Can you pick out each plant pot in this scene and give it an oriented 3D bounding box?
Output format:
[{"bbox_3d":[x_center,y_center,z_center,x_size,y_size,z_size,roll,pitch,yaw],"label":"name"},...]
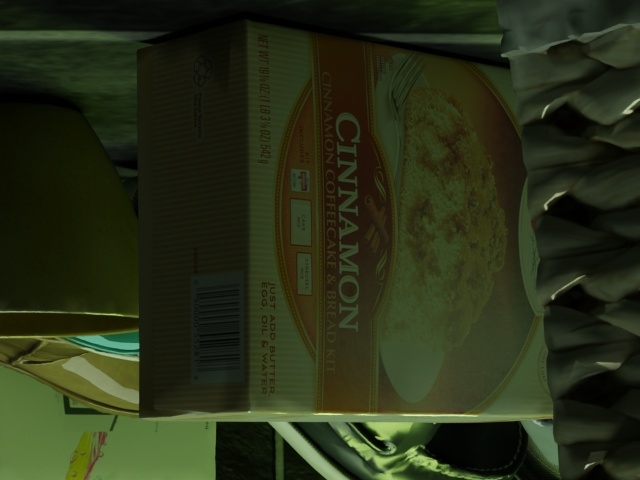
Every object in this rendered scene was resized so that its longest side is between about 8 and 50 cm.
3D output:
[{"bbox_3d":[-0.138,-0.009,0.878,0.134,0.095,0.134,0,173,0],"label":"plant pot"}]

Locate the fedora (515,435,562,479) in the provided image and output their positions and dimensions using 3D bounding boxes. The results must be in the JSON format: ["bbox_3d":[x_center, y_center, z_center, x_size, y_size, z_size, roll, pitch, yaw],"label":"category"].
[{"bbox_3d":[0.304,0.153,1.936,0.275,0.243,0.124,6,145,9],"label":"fedora"}]

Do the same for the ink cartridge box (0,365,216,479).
[{"bbox_3d":[-0.226,0.123,1.621,0.233,0.168,0.171,5,171,-37],"label":"ink cartridge box"}]

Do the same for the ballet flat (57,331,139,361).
[{"bbox_3d":[-0.086,0.035,1.213,0.248,0.086,0.086,19,171,-3],"label":"ballet flat"}]

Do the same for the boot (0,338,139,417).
[{"bbox_3d":[-0.160,0.063,1.376,0.236,0.089,0.269,12,169,-12],"label":"boot"}]

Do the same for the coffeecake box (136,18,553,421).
[{"bbox_3d":[0.020,0.000,0.780,0.185,0.142,0.068,5,171,-43],"label":"coffeecake box"}]

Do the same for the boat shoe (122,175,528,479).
[{"bbox_3d":[0.034,0.053,1.096,0.113,0.127,0.340,-18,137,36],"label":"boat shoe"}]

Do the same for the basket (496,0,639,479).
[{"bbox_3d":[0.271,0.027,0.571,0.331,0.266,0.328,-6,173,44],"label":"basket"}]

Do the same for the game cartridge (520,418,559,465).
[{"bbox_3d":[0.187,0.053,1.045,0.196,0.060,0.294,10,150,14],"label":"game cartridge"}]
